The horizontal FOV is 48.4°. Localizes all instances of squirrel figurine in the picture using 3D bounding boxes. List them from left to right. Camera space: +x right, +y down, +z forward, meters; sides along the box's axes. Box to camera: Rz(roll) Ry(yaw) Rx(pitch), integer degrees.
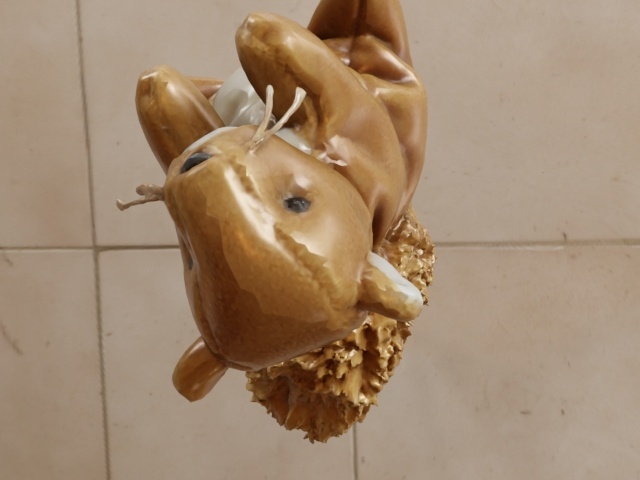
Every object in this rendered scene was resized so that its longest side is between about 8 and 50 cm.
[{"bbox_3d":[0.000,0.000,0.627,0.281,0.370,0.397,-21,119,10],"label":"squirrel figurine"}]
